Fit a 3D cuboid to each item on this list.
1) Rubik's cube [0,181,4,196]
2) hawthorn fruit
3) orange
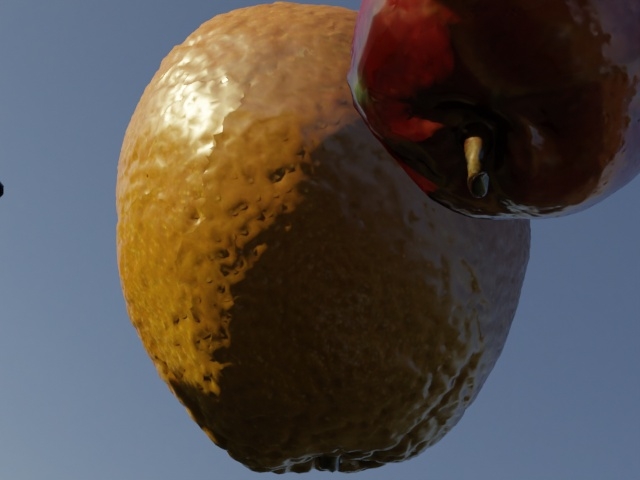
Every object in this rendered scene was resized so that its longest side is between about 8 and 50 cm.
[{"bbox_3d":[-0.458,-0.062,0.758,0.344,0.344,0.337,28,-19,29],"label":"Rubik's cube"},{"bbox_3d":[0.086,-0.079,0.587,0.157,0.194,0.157,14,-46,15],"label":"hawthorn fruit"},{"bbox_3d":[0.000,0.000,1.038,0.322,0.357,0.322,1,-8,0],"label":"orange"}]
